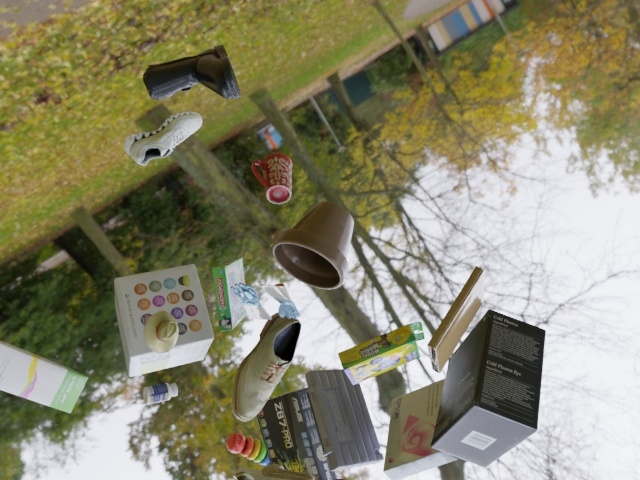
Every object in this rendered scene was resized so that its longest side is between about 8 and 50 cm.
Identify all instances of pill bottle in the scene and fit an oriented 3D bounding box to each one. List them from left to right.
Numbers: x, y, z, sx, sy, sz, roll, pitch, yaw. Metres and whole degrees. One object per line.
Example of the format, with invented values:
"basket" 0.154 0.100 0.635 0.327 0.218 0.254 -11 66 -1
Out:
"pill bottle" -0.615 0.586 2.225 0.120 0.067 0.067 -5 175 -32

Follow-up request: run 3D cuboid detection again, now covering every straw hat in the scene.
"straw hat" -0.514 0.301 1.931 0.061 0.144 0.144 -16 -162 38

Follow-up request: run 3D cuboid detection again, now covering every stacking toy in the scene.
"stacking toy" -0.295 0.997 2.740 0.141 0.330 0.141 -39 -145 35

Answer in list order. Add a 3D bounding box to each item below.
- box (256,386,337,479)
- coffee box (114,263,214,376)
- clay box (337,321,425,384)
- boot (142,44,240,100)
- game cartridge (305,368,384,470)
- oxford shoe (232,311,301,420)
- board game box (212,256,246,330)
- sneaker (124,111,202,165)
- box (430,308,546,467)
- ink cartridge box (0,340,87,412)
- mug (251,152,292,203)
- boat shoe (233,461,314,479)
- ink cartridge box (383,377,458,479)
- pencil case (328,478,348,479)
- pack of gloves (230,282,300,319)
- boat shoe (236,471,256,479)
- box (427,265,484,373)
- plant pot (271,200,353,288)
"box" -0.109 0.843 2.426 0.097 0.395 0.318 -3 161 -45
"coffee box" -0.663 0.337 2.425 0.334 0.338 0.338 -10 158 -23
"clay box" 0.165 0.284 1.459 0.222 0.053 0.127 -22 146 2
"boot" -0.304 -0.372 1.356 0.207 0.094 0.246 -20 -141 -4
"game cartridge" 0.079 0.643 2.106 0.230 0.355 0.068 4 143 -33
"oxford shoe" -0.184 0.433 1.984 0.146 0.140 0.397 -3 -117 64
"board game box" -0.313 0.180 2.046 0.046 0.214 0.317 -7 -177 3
"sneaker" -0.545 -0.359 2.063 0.292 0.110 0.118 -31 -125 -13
"box" 0.482 0.431 1.669 0.343 0.179 0.312 106 5 -52
"ink cartridge box" -0.896 0.377 1.693 0.207 0.353 0.119 -2 -120 49
"mug" -0.173 -0.221 2.104 0.150 0.113 0.169 -3 -133 -5
"boat shoe" -0.161 0.853 2.061 0.302 0.113 0.103 9 -126 21
"ink cartridge box" 0.374 0.621 1.964 0.330 0.071 0.324 -33 -162 28
"pencil case" 0.050 0.721 1.544 0.070 0.064 0.152 -3 -131 14
"pack of gloves" -0.171 0.185 1.867 0.195 0.232 0.046 2 -125 17
"boat shoe" -0.224 0.830 1.930 0.056 0.152 0.049 -41 -155 19
"box" 0.290 0.172 1.225 0.021 0.164 0.201 27 -110 27
"plant pot" 0.000 0.000 1.938 0.263 0.263 0.229 -18 -143 51
